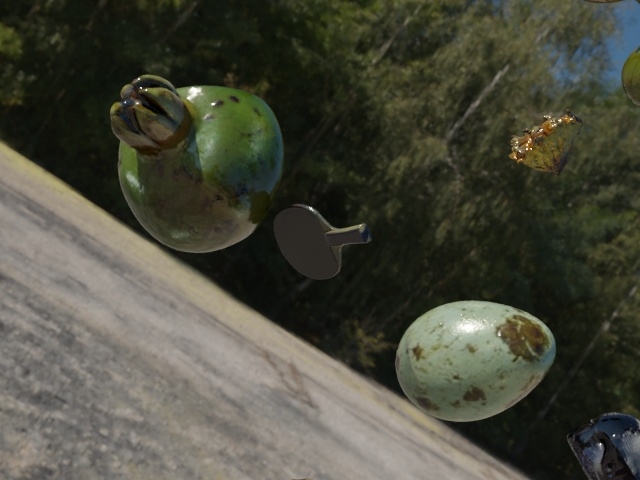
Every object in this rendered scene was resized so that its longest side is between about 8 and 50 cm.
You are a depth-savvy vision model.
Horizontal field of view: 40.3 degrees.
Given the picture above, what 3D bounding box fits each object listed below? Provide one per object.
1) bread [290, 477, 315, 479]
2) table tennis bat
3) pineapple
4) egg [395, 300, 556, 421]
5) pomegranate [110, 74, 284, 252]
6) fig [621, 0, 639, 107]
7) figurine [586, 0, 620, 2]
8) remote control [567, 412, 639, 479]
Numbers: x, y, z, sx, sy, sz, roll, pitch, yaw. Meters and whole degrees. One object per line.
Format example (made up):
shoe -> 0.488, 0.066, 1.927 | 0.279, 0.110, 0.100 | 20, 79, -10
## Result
bread -> 0.006, 0.236, 0.582 | 0.126, 0.129, 0.044 | 19, -20, 10
table tennis bat -> 0.000, 0.000, 0.982 | 0.158, 0.014, 0.095 | -9, -71, 52
pineapple -> 0.302, -0.129, 1.200 | 0.077, 0.114, 0.114 | 54, -7, -17
egg -> 0.217, 0.166, 1.228 | 0.231, 0.169, 0.169 | -19, -32, 27
pomegranate -> -0.132, -0.080, 0.972 | 0.190, 0.159, 0.241 | 0, -27, -9
fig -> 0.649, -0.377, 1.696 | 0.149, 0.149, 0.245 | 31, -38, 62
figurine -> 0.384, -0.427, 1.096 | 0.192, 0.257, 0.167 | 27, 9, 14
remote control -> 0.307, 0.265, 0.733 | 0.090, 0.066, 0.266 | 9, 47, -59
